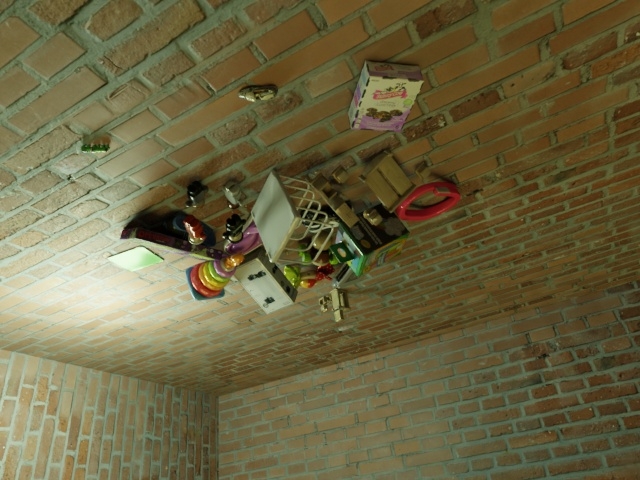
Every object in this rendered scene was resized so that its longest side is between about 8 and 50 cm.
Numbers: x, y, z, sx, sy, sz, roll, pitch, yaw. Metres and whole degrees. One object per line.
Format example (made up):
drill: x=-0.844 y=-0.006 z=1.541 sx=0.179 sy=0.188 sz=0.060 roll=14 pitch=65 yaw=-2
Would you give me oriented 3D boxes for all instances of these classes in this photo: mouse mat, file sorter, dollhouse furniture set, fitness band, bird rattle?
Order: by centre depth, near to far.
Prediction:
file sorter: x=-0.097 y=-0.076 z=1.558 sx=0.173 sy=0.278 sz=0.193 roll=10 pitch=124 yaw=-33
dollhouse furniture set: x=0.162 y=-0.244 z=1.611 sx=0.355 sy=0.174 sz=0.303 roll=-44 pitch=129 yaw=3
fitness band: x=0.419 y=-0.149 z=1.754 sx=0.290 sy=0.054 sz=0.209 roll=-1 pitch=152 yaw=-42
mouse mat: x=-0.803 y=0.083 z=1.955 sx=0.189 sy=0.007 sz=0.153 roll=-18 pitch=147 yaw=14
bird rattle: x=-0.056 y=0.176 z=2.209 sx=0.253 sy=0.143 sz=0.207 roll=-16 pitch=162 yaw=-11
dollhouse furniture set: x=0.085 y=0.384 z=2.472 sx=0.101 sy=0.182 sz=0.161 roll=17 pitch=140 yaw=-35

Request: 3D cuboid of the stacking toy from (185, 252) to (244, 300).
stacking toy: x=-0.426 y=0.125 z=1.919 sx=0.301 sy=0.166 sz=0.175 roll=-34 pitch=159 yaw=35

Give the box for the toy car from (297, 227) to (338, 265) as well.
toy car: x=0.000 y=0.000 z=1.925 sx=0.154 sy=0.149 sz=0.189 roll=0 pitch=119 yaw=-19

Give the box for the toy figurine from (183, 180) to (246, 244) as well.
toy figurine: x=-0.369 y=-0.094 z=1.573 sx=0.212 sy=0.210 sz=0.148 roll=-4 pitch=155 yaw=-9

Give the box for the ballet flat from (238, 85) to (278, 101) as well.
ballet flat: x=-0.176 y=-0.410 z=1.264 sx=0.114 sy=0.041 sz=0.041 roll=-8 pitch=149 yaw=1

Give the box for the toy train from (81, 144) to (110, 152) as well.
toy train: x=-0.688 y=-0.280 z=1.375 sx=0.083 sy=0.024 sz=0.017 roll=-2 pitch=148 yaw=-9

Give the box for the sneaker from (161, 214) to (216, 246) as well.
sneaker: x=-0.516 y=-0.034 z=1.773 sx=0.090 sy=0.082 sz=0.232 roll=-8 pitch=152 yaw=29

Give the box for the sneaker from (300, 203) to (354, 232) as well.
sneaker: x=0.014 y=-0.102 z=1.767 sx=0.216 sy=0.079 sz=0.121 roll=-23 pitch=146 yaw=25

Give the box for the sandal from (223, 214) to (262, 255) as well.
sandal: x=-0.239 y=-0.022 z=1.817 sx=0.169 sy=0.102 sz=0.416 roll=18 pitch=140 yaw=-36

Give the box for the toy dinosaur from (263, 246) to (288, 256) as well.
toy dinosaur: x=-0.203 y=0.028 z=1.971 sx=0.092 sy=0.053 sz=0.183 roll=-29 pitch=155 yaw=9

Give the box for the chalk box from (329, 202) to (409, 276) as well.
chalk box: x=0.175 y=0.008 z=1.792 sx=0.288 sy=0.180 sz=0.179 roll=-25 pitch=153 yaw=-19

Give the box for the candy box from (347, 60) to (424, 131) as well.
candy box: x=0.185 y=-0.414 z=1.308 sx=0.164 sy=0.070 sz=0.196 roll=0 pitch=148 yaw=-13

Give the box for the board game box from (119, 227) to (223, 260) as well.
board game box: x=-0.588 y=0.019 z=1.781 sx=0.346 sy=0.056 sz=0.208 roll=19 pitch=163 yaw=-37

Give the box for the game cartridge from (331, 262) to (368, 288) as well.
game cartridge: x=0.186 y=0.113 z=2.107 sx=0.196 sy=0.060 sz=0.294 roll=-9 pitch=148 yaw=-36

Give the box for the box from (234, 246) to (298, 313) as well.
box: x=-0.254 y=0.187 z=2.047 sx=0.169 sy=0.087 sz=0.290 roll=-26 pitch=115 yaw=26
